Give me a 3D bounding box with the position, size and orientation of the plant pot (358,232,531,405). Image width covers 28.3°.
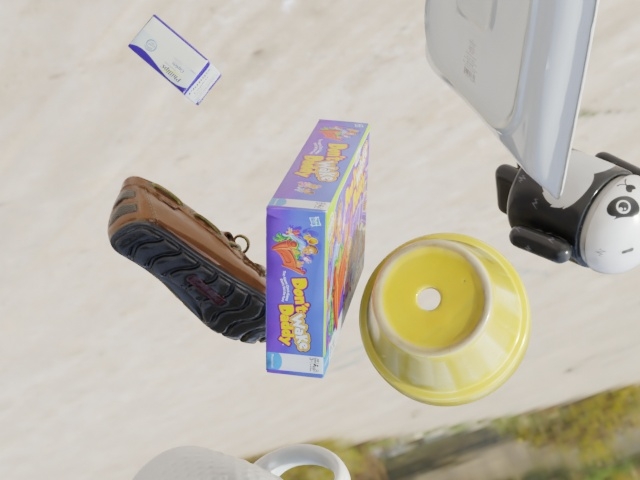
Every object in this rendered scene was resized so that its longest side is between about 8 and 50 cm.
[{"bbox_3d":[0.169,0.100,1.803,0.254,0.254,0.239,-22,164,6],"label":"plant pot"}]

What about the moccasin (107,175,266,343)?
[{"bbox_3d":[-0.178,0.035,1.977,0.139,0.147,0.380,-32,128,31],"label":"moccasin"}]

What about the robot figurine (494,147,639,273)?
[{"bbox_3d":[0.414,-0.057,2.040,0.174,0.278,0.209,22,95,-53],"label":"robot figurine"}]

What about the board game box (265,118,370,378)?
[{"bbox_3d":[0.000,0.000,1.727,0.078,0.233,0.347,5,-156,9],"label":"board game box"}]

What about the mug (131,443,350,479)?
[{"bbox_3d":[-0.109,0.478,2.116,0.328,0.276,0.374,7,-140,48],"label":"mug"}]

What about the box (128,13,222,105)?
[{"bbox_3d":[-0.242,-0.302,2.128,0.072,0.126,0.137,-50,175,2],"label":"box"}]

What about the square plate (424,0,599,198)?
[{"bbox_3d":[0.179,-0.266,1.271,0.049,0.347,0.344,-4,120,-15],"label":"square plate"}]
